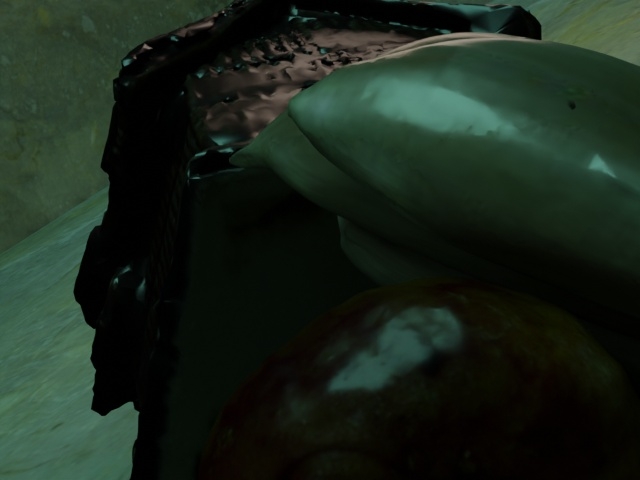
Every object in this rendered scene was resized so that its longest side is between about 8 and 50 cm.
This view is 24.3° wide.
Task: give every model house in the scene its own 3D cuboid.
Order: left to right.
[{"bbox_3d":[0.000,0.000,0.924,0.297,0.317,0.282,1,21,-19],"label":"model house"}]

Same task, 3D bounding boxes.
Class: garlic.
[{"bbox_3d":[0.132,0.002,0.668,0.325,0.279,0.132,27,77,28],"label":"garlic"}]

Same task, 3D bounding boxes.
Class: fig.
[{"bbox_3d":[0.067,0.122,0.623,0.191,0.190,0.290,-23,-23,17],"label":"fig"}]
